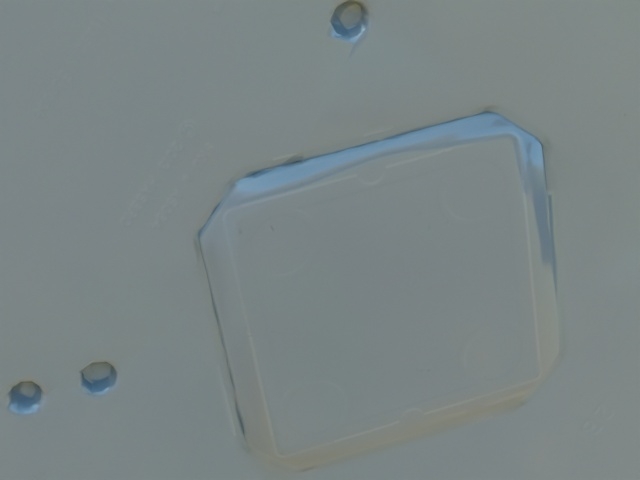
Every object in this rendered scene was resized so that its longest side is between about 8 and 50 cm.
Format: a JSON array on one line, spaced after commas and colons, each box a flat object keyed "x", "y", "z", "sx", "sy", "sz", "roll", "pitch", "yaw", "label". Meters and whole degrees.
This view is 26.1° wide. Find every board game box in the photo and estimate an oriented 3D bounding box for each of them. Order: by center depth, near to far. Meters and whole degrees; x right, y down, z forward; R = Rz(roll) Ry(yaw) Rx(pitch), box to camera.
[{"x": 0.017, "y": 0.008, "z": 0.460, "sx": 0.390, "sy": 0.390, "sz": 0.050, "roll": 28, "pitch": 16, "yaw": -28, "label": "board game box"}]
